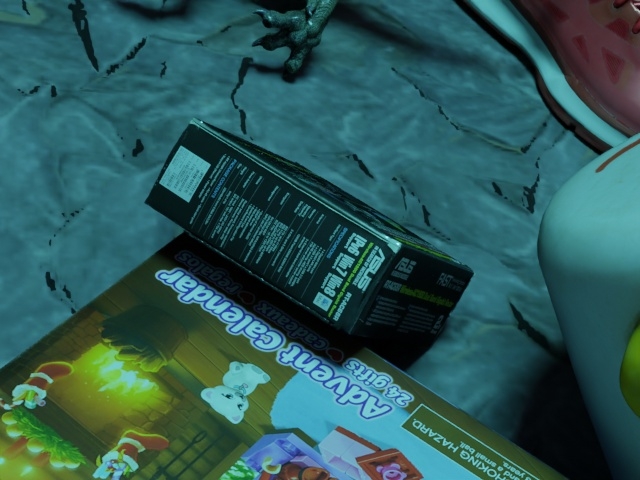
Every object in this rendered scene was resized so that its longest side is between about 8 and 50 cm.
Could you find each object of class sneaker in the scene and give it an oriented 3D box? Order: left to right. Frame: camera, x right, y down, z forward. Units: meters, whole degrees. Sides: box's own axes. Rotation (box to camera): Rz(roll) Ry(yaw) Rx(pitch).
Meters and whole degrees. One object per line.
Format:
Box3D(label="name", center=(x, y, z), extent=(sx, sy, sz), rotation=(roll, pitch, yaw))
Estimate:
Box3D(label="sneaker", center=(0.151, -0.128, 0.788), extent=(0.087, 0.128, 0.221), rotation=(-23, 53, -36))

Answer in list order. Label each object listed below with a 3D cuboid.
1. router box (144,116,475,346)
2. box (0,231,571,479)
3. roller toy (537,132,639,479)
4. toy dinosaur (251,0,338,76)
Box3D(label="router box", center=(0.000, 0.000, 0.615), extent=(0.092, 0.038, 0.122), rotation=(31, 4, 18))
Box3D(label="box", center=(0.007, 0.133, 0.501), extent=(0.293, 0.057, 0.201), rotation=(32, 43, 18))
Box3D(label="roller toy", center=(0.177, 0.015, 0.566), extent=(0.209, 0.146, 0.191), rotation=(-24, 12, -12))
Box3D(label="toy dinosaur", center=(-0.022, -0.151, 0.790), extent=(0.268, 0.064, 0.118), rotation=(23, 59, 23))
